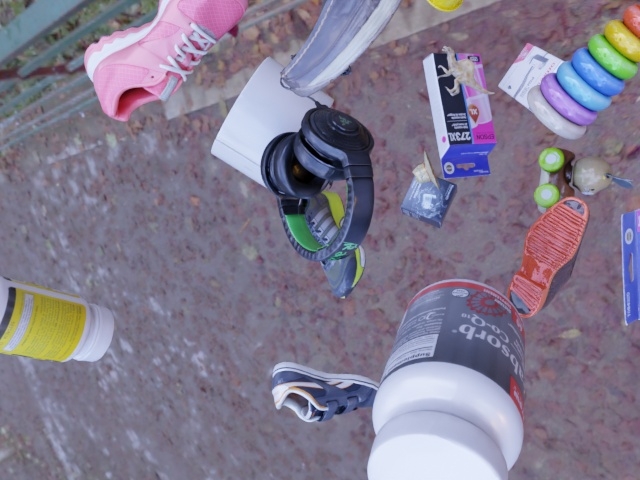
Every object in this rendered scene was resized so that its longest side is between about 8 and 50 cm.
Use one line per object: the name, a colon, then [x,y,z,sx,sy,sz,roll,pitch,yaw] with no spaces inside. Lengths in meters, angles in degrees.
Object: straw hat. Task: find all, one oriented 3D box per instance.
straw hat: [0.321,-0.210,1.770,0.061,0.144,0.145,-21,95,16]

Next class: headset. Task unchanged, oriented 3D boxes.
headset: [0.012,-0.160,1.041,0.243,0.185,0.394,-23,75,55]

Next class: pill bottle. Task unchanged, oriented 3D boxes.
pill bottle: [-0.465,0.139,0.954,0.119,0.208,0.119,-17,62,35]
pill bottle: [0.196,0.229,0.853,0.210,0.363,0.210,8,118,16]

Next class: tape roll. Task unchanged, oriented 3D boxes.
tape roll: [-0.103,-0.248,1.239,0.169,0.246,0.246,31,132,-9]

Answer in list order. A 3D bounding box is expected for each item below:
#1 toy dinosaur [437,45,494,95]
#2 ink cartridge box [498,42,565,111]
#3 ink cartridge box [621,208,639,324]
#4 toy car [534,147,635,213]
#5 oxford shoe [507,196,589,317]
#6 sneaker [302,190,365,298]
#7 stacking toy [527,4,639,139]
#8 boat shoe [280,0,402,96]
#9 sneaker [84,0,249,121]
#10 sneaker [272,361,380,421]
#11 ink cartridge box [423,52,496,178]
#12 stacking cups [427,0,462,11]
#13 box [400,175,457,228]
toy dinosaur: [0.368,-0.422,1.482,0.183,0.053,0.092,45,108,-7]
ink cartridge box: [0.649,-0.477,1.696,0.159,0.092,0.218,-58,25,24]
ink cartridge box: [0.988,0.057,1.646,0.071,0.330,0.324,5,105,53]
toy car: [0.575,-0.124,1.236,0.188,0.155,0.149,7,92,26]
oxford shoe: [0.465,0.029,1.136,0.097,0.098,0.271,46,133,37]
sneaker: [0.000,0.000,1.207,0.111,0.121,0.300,-56,38,31]
stacking toy: [0.548,-0.346,1.052,0.141,0.141,0.330,50,132,12]
boat shoe: [0.053,-0.334,0.657,0.130,0.132,0.355,36,101,-12]
sneaker: [-0.232,-0.291,0.899,0.313,0.116,0.136,-25,70,22]
sneaker: [0.021,0.431,1.540,0.321,0.127,0.126,13,134,-9]
ink cartridge box: [0.424,-0.376,1.708,0.069,0.175,0.371,165,97,-68]
stacking cups: [0.283,-0.525,0.974,0.096,0.096,0.316,60,160,2]
box: [0.395,-0.150,2.071,0.158,0.093,0.156,23,83,17]
